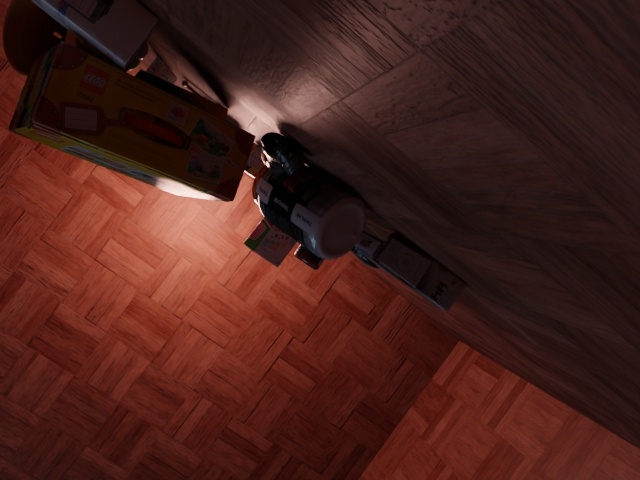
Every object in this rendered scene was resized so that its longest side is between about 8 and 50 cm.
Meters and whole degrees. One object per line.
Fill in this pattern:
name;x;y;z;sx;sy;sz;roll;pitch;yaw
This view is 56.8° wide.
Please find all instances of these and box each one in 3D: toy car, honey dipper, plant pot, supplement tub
toy car;-0.569;-0.544;1.606;0.182;0.159;0.136;29;-139;-49
honey dipper;-0.361;-0.432;1.820;0.160;0.030;0.030;39;177;-13
plant pot;-0.807;-0.633;1.850;0.291;0.291;0.203;36;-165;21
supplement tub;-0.040;-0.097;1.637;0.316;0.194;0.193;34;176;38
supplement tub;0.000;0.000;2.124;0.106;0.198;0.106;35;176;3

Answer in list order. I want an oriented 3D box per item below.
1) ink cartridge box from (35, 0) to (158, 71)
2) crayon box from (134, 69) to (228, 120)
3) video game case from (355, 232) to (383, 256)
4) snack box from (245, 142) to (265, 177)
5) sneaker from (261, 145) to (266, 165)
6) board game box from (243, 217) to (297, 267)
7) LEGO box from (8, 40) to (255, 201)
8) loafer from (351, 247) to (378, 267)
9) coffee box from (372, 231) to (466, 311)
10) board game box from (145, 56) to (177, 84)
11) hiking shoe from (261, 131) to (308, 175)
ink cartridge box;-0.517;-0.518;1.277;0.306;0.131;0.226;36;178;-21
crayon box;-0.420;-0.377;1.761;0.322;0.083;0.203;21;167;-30
video game case;0.234;0.063;2.237;0.269;0.061;0.244;38;178;-32
snack box;-0.202;-0.256;1.981;0.141;0.100;0.037;34;177;35
sneaker;-0.155;-0.259;1.788;0.067;0.064;0.175;47;176;11
board game box;-0.160;-0.056;2.561;0.064;0.317;0.242;36;177;30
LEGO box;-0.486;-0.277;1.519;0.500;0.193;0.372;22;174;-36
loafer;0.169;0.038;2.482;0.223;0.076;0.078;40;-174;22
coffee box;0.277;0.089;1.697;0.246;0.098;0.141;37;177;0
board game box;-0.503;-0.491;1.825;0.026;0.103;0.154;37;178;4
hiking shoe;-0.106;-0.236;1.536;0.114;0.086;0.227;54;168;-19
